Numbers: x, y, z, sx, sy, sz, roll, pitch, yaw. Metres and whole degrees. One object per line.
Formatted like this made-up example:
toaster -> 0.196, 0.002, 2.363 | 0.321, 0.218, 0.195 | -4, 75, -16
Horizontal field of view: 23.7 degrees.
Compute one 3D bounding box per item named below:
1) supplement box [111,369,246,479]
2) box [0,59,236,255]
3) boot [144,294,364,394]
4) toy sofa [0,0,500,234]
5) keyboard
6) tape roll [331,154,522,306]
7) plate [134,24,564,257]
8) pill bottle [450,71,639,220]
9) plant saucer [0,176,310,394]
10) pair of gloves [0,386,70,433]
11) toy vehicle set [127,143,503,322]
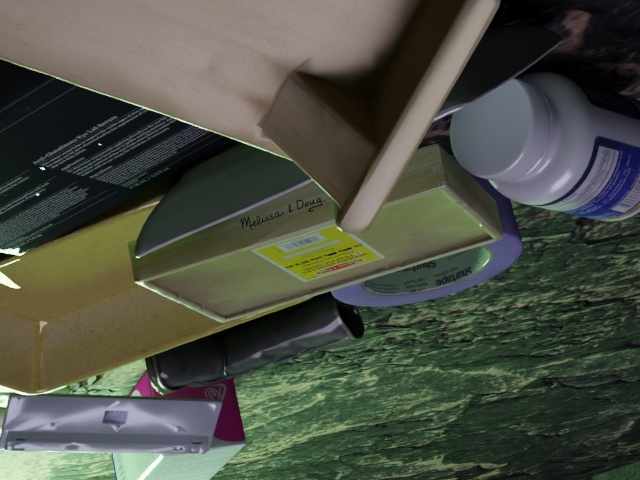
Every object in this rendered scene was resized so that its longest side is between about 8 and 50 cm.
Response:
supplement box -> -0.185, 0.242, 1.915 | 0.114, 0.111, 0.220 | -4, 159, -22
box -> -0.192, -0.090, 1.034 | 0.261, 0.103, 0.184 | -25, 160, 31
boot -> -0.071, 0.113, 1.693 | 0.208, 0.076, 0.189 | -12, 175, 19
toy sofa -> -0.108, -0.156, 0.713 | 0.362, 0.177, 0.150 | 18, 124, -16
keyboard -> -0.235, 0.208, 1.731 | 0.256, 0.072, 0.014 | 5, -163, -28
tape roll -> 0.094, -0.006, 1.463 | 0.189, 0.080, 0.189 | -11, 161, -4
plate -> 0.022, -0.088, 1.120 | 0.278, 0.045, 0.277 | -23, -174, 26
pill bottle -> 0.199, -0.081, 1.278 | 0.112, 0.112, 0.186 | -29, 154, 38
plant saucer -> -0.209, 0.028, 1.364 | 0.332, 0.081, 0.333 | -20, 158, 15
pair of gloves -> -0.381, 0.187, 1.752 | 0.204, 0.042, 0.240 | -5, 157, -10
toy vehicle set -> 0.000, 0.000, 1.243 | 0.266, 0.035, 0.166 | -17, 160, 16
